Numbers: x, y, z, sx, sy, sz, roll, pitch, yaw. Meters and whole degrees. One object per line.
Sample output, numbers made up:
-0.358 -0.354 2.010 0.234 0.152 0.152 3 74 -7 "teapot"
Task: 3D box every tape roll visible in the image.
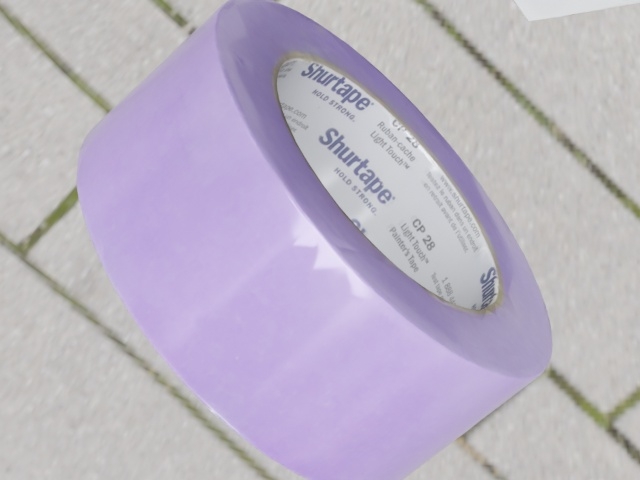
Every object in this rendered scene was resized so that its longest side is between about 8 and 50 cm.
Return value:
0.000 0.000 0.715 0.080 0.189 0.189 -41 100 21 "tape roll"

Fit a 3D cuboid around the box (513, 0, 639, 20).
0.274 -0.299 1.199 0.345 0.215 0.168 -5 139 38 "box"
